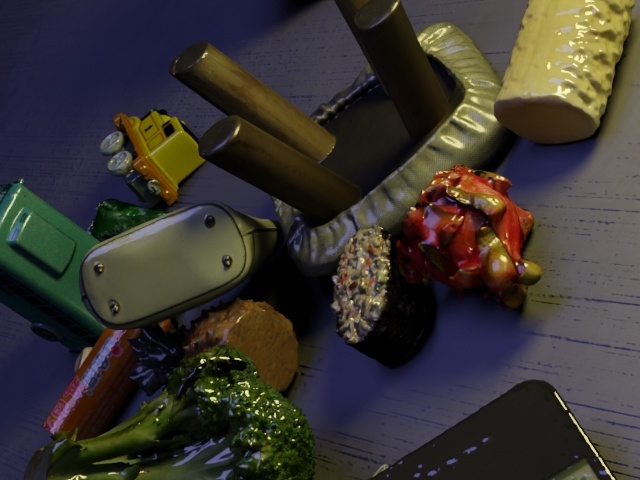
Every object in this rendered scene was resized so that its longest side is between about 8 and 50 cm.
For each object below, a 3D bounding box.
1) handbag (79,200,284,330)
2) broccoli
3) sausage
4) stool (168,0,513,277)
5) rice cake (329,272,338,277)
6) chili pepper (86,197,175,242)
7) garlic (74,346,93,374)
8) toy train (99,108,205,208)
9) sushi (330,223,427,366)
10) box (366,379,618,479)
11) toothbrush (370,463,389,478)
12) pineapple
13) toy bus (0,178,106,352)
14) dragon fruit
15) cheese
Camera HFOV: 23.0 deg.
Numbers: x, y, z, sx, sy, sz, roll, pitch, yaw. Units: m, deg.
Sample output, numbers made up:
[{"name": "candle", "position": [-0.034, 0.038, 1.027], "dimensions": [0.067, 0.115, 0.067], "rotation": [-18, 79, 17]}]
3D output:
[{"name": "handbag", "position": [-0.161, 0.023, 1.848], "dimensions": [0.241, 0.109, 0.315], "rotation": [-20, 1, 4]}, {"name": "broccoli", "position": [-0.145, 0.259, 1.525], "dimensions": [0.321, 0.284, 0.303], "rotation": [-49, 43, 47]}, {"name": "sausage", "position": [-0.261, 0.155, 1.992], "dimensions": [0.234, 0.071, 0.071], "rotation": [-58, 30, -9]}, {"name": "stool", "position": [0.022, -0.165, 1.776], "dimensions": [0.310, 0.226, 0.310], "rotation": [-37, 32, 8]}, {"name": "rice cake", "position": [0.000, 0.000, 1.842], "dimensions": [0.042, 0.030, 0.180], "rotation": [-45, 31, 2]}, {"name": "chili pepper", "position": [-0.238, -0.013, 2.165], "dimensions": [0.227, 0.059, 0.088], "rotation": [5, 67, 50]}, {"name": "garlic", "position": [-0.302, 0.168, 2.070], "dimensions": [0.053, 0.041, 0.083], "rotation": [-64, 22, 4]}, {"name": "toy train", "position": [-0.240, -0.127, 2.255], "dimensions": [0.127, 0.089, 0.219], "rotation": [-38, 31, 3]}, {"name": "sushi", "position": [0.061, 0.054, 1.646], "dimensions": [0.090, 0.078, 0.150], "rotation": [-40, 33, 35]}, {"name": "box", "position": [0.089, 0.278, 1.288], "dimensions": [0.350, 0.058, 0.211], "rotation": [-32, 45, 3]}, {"name": "toothbrush", "position": [0.015, 0.286, 1.536], "dimensions": [0.167, 0.011, 0.014], "rotation": [-51, 36, 2]}, {"name": "pineapple", "position": [-0.133, 0.131, 1.800], "dimensions": [0.248, 0.128, 0.128], "rotation": [-8, 51, 54]}, {"name": "toy bus", "position": [-0.368, 0.034, 2.087], "dimensions": [0.147, 0.256, 0.128], "rotation": [-9, 51, 46]}, {"name": "dragon fruit", "position": [0.149, 0.000, 1.553], "dimensions": [0.208, 0.150, 0.133], "rotation": [39, 120, 54]}, {"name": "cheese", "position": [0.257, -0.190, 1.638], "dimensions": [0.123, 0.094, 0.167], "rotation": [0, 61, 42]}]
